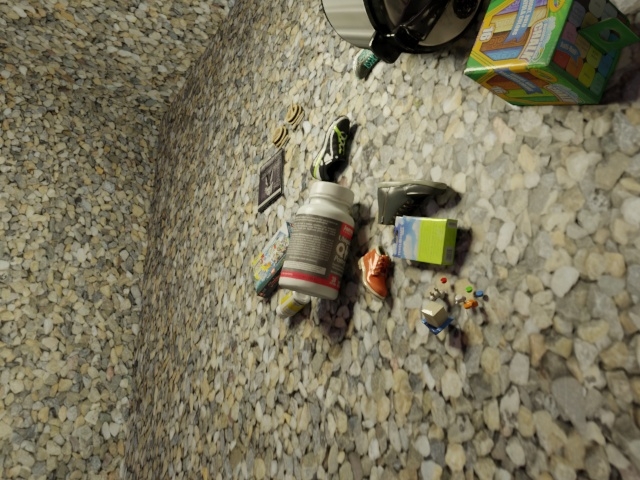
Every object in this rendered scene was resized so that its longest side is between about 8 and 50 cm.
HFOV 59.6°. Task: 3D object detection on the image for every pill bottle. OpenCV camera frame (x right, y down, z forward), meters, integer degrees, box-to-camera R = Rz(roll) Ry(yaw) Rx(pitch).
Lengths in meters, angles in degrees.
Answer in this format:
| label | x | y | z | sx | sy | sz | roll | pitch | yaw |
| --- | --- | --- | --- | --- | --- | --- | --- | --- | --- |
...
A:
| label | x | y | z | sx | sy | sz | roll | pitch | yaw |
| --- | --- | --- | --- | --- | --- | --- | --- | --- | --- |
| pill bottle | 0.000 | 0.000 | 1.624 | 0.176 | 0.176 | 0.319 | -1 | 72 | 57 |
| pill bottle | -0.089 | 0.197 | 1.755 | 0.116 | 0.065 | 0.065 | -43 | 40 | 35 |

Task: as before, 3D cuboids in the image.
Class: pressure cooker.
| label | x | y | z | sx | sy | sz | roll | pitch | yaw |
| --- | --- | --- | --- | --- | --- | --- | --- | --- | --- |
| pressure cooker | 0.233 | -0.690 | 1.484 | 0.420 | 0.375 | 0.370 | 39 | 145 | 57 |

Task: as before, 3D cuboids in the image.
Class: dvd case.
| label | x | y | z | sx | sy | sz | roll | pitch | yaw |
| --- | --- | --- | --- | --- | --- | --- | --- | --- | --- |
| dvd case | -0.195 | -0.239 | 2.210 | 0.164 | 0.018 | 0.221 | -34 | 45 | 42 |

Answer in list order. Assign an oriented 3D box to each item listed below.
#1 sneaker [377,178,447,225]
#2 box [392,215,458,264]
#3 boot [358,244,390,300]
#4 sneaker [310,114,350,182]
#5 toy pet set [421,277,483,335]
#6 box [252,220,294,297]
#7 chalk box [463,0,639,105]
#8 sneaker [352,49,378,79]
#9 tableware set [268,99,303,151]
| label | x | y | z | sx | sy | sz | roll | pitch | yaw |
| --- | --- | --- | --- | --- | --- | --- | --- | --- | --- |
| sneaker | 0.233 | -0.093 | 1.431 | 0.222 | 0.083 | 0.118 | 3 | 89 | 55 |
| box | 0.249 | -0.002 | 1.352 | 0.178 | 0.042 | 0.109 | 8 | 92 | 58 |
| boot | 0.152 | 0.081 | 1.462 | 0.084 | 0.059 | 0.158 | -45 | 38 | 27 |
| sneaker | 0.055 | -0.287 | 1.821 | 0.097 | 0.084 | 0.235 | 32 | 102 | 34 |
| toy pet set | 0.287 | 0.153 | 1.230 | 0.114 | 0.065 | 0.122 | -39 | 30 | -18 |
| box | -0.155 | 0.068 | 1.949 | 0.233 | 0.044 | 0.159 | -49 | 37 | 30 |
| chalk box | 0.471 | -0.384 | 1.114 | 0.289 | 0.180 | 0.179 | 23 | 92 | 60 |
| sneaker | 0.164 | -0.604 | 1.826 | 0.076 | 0.065 | 0.167 | 37 | 106 | 53 |
| tableware set | -0.144 | -0.464 | 2.223 | 0.194 | 0.039 | 0.128 | -53 | 32 | 21 |
